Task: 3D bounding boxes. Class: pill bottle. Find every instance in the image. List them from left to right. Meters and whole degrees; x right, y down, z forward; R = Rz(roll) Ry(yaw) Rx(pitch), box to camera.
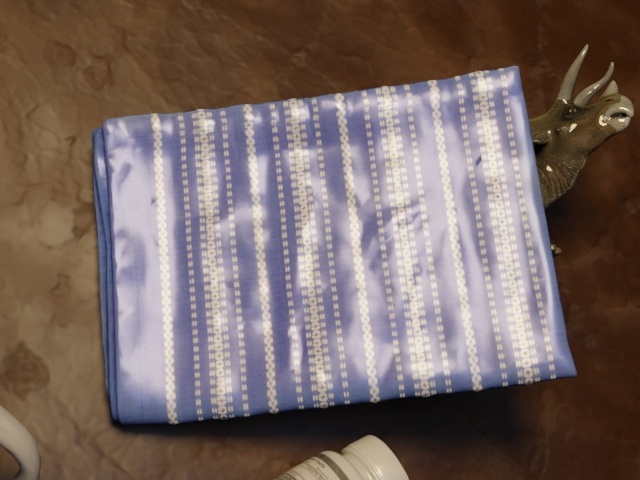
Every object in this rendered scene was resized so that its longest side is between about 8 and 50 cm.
[{"bbox_3d":[-0.006,0.199,0.627,0.137,0.078,0.078,-24,81,-23],"label":"pill bottle"}]

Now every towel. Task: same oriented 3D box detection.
[{"bbox_3d":[0.000,0.000,0.653,0.336,0.040,0.243,-7,74,3],"label":"towel"}]

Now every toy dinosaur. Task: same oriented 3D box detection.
[{"bbox_3d":[0.102,-0.034,0.734,0.314,0.121,0.160,-11,66,5],"label":"toy dinosaur"}]

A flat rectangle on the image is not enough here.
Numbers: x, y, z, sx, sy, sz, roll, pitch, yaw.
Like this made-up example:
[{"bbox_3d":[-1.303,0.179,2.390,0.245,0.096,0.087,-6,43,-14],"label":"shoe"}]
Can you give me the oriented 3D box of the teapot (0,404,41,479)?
[{"bbox_3d":[-0.331,0.098,0.503,0.256,0.187,0.252,41,36,16],"label":"teapot"}]
